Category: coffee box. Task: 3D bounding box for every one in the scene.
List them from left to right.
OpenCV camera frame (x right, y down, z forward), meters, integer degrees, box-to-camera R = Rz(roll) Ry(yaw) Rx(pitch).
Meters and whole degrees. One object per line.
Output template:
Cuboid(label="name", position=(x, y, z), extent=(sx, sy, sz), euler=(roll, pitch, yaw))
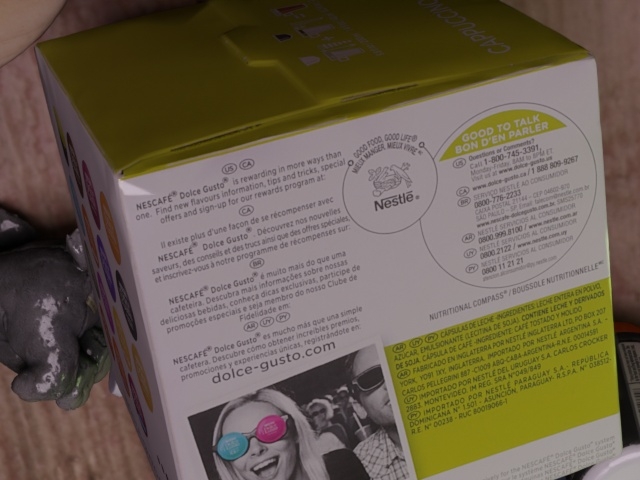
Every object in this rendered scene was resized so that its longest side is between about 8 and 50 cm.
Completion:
Cuboid(label="coffee box", position=(0.000, 0.000, 1.171), extent=(0.338, 0.337, 0.334), euler=(-16, 116, -13))

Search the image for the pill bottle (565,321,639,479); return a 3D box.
Cuboid(label="pill bottle", position=(0.274, 0.166, 1.337), extent=(0.130, 0.246, 0.130), euler=(1, 115, 3))

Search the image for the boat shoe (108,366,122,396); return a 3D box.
Cuboid(label="boat shoe", position=(-0.168, 0.088, 1.450), extent=(0.040, 0.049, 0.142), euler=(8, 120, -20))

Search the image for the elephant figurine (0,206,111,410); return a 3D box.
Cuboid(label="elephant figurine", position=(-0.313, 0.057, 1.393), extent=(0.239, 0.169, 0.186), euler=(17, 88, 14))

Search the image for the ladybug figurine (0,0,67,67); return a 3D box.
Cuboid(label="ladybug figurine", position=(-0.404, -0.266, 1.223), extent=(0.449, 0.162, 0.305), euler=(3, 117, 3))

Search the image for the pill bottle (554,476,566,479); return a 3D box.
Cuboid(label="pill bottle", position=(0.213, 0.245, 1.459), extent=(0.180, 0.108, 0.108), euler=(4, 117, 2))
